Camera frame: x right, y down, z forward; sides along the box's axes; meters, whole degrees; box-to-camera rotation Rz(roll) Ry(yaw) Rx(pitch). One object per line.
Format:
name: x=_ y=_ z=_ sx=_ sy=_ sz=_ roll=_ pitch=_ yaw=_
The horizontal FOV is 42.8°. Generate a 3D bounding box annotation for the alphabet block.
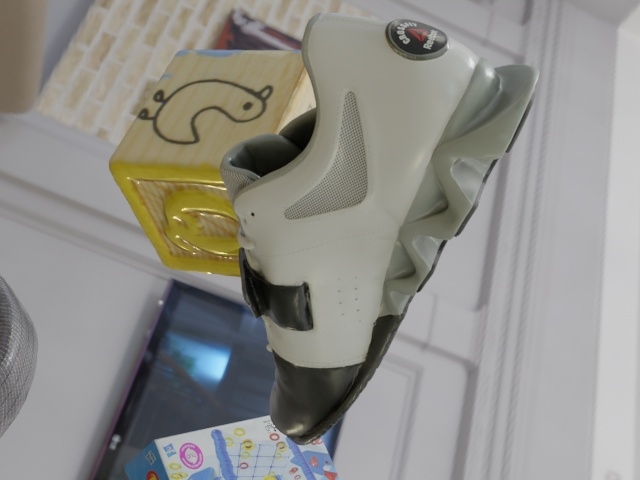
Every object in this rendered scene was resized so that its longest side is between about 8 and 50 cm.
alphabet block: x=-0.097 y=-0.088 z=0.956 sx=0.193 sy=0.192 sz=0.197 roll=70 pitch=31 yaw=-47

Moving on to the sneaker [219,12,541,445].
sneaker: x=0.000 y=0.000 z=0.527 sx=0.122 sy=0.146 sz=0.330 roll=-63 pitch=176 yaw=-51

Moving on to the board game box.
board game box: x=-0.084 y=0.412 z=1.164 sx=0.086 sy=0.308 sz=0.302 roll=-44 pitch=-118 yaw=33

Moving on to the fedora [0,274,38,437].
fedora: x=-0.300 y=0.092 z=0.440 sx=0.275 sy=0.243 sz=0.124 roll=-14 pitch=134 yaw=-42
